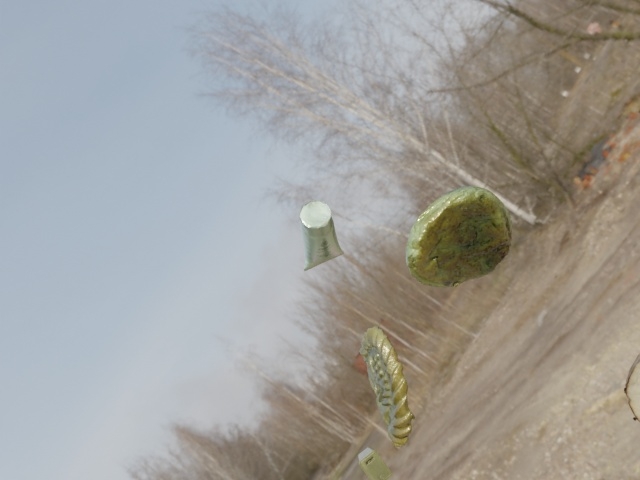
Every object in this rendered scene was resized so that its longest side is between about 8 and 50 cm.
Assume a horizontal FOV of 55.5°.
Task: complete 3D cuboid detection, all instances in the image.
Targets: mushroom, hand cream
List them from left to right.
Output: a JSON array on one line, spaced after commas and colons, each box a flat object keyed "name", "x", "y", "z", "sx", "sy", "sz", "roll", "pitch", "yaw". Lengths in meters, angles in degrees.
[{"name": "hand cream", "x": 0.000, "y": 0.000, "z": 0.991, "sx": 0.078, "sy": 0.049, "sz": 0.205, "roll": -26, "pitch": -22, "yaw": -7}, {"name": "mushroom", "x": 0.788, "y": 0.313, "z": 1.392, "sx": 0.151, "sy": 0.156, "sz": 0.285, "roll": -54, "pitch": -47, "yaw": -43}]

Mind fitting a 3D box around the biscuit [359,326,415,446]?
[{"name": "biscuit", "x": 0.144, "y": 0.300, "z": 1.342, "sx": 0.036, "sy": 0.273, "sz": 0.187, "roll": -7, "pitch": -41, "yaw": -14}]

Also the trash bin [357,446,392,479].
[{"name": "trash bin", "x": 0.107, "y": 0.455, "z": 1.236, "sx": 0.043, "sy": 0.061, "sz": 0.092, "roll": -36, "pitch": -8, "yaw": -7}]

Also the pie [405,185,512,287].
[{"name": "pie", "x": 0.328, "y": 0.001, "z": 1.438, "sx": 0.277, "sy": 0.277, "sz": 0.078, "roll": -58, "pitch": 31, "yaw": 16}]
